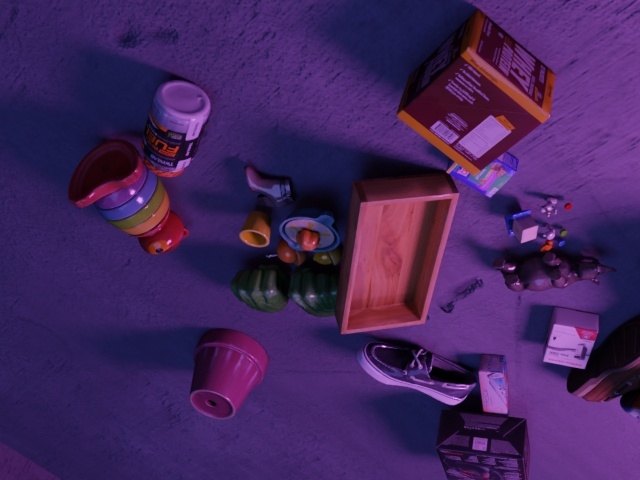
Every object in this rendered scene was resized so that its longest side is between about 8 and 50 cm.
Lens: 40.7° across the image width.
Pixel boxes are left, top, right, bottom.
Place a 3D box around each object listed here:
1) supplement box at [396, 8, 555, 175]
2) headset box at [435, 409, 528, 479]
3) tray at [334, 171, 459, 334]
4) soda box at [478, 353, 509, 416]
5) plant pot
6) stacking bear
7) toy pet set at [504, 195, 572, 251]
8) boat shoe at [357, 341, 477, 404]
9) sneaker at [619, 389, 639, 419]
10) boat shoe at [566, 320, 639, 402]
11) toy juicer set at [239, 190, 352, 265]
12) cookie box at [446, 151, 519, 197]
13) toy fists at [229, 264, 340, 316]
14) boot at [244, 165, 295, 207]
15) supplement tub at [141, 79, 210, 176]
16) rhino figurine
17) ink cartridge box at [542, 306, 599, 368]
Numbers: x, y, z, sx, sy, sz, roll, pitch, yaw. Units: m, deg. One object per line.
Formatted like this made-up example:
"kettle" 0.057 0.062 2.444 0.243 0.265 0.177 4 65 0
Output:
"supplement box" 0.275 -0.257 1.524 0.191 0.129 0.194 35 134 -15
"headset box" 0.429 0.553 2.244 0.218 0.110 0.293 3 149 18
"tray" 0.151 0.035 1.845 0.202 0.076 0.411 -6 138 -12
"soda box" 0.430 0.362 2.129 0.063 0.058 0.183 2 134 19
"plant pot" -0.259 0.367 2.301 0.201 0.180 0.201 10 136 10
"stacking bear" -0.409 -0.075 1.941 0.175 0.164 0.289 -25 135 9
"toy pet set" 0.438 -0.037 1.749 0.114 0.065 0.122 -17 138 -12
"boat shoe" 0.240 0.310 2.115 0.301 0.108 0.102 25 137 -8
"sneaker" 0.749 0.383 1.877 0.112 0.296 0.131 -43 89 8
"boat shoe" 0.681 0.274 1.926 0.104 0.111 0.307 24 146 -9
"toy juicer set" 0.000 0.000 1.881 0.329 0.089 0.209 -12 140 35
"cookie box" 0.315 -0.146 1.683 0.107 0.040 0.092 30 136 -8
"toy fists" -0.073 0.115 2.027 0.279 0.096 0.142 4 164 17
"boot" -0.106 -0.120 1.870 0.087 0.042 0.118 -9 131 19
"supplement tub" -0.302 -0.226 1.778 0.117 0.117 0.190 24 136 -4
"rhino figurine" 0.489 0.065 1.796 0.243 0.073 0.106 -5 164 23
"ink cartridge box" 0.562 0.221 1.942 0.099 0.056 0.135 10 135 10
